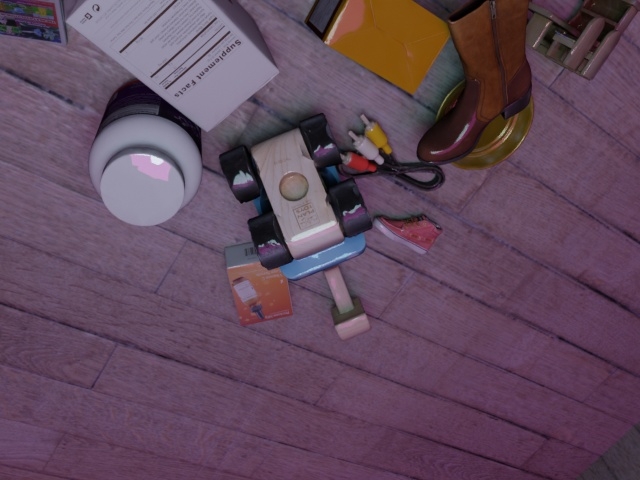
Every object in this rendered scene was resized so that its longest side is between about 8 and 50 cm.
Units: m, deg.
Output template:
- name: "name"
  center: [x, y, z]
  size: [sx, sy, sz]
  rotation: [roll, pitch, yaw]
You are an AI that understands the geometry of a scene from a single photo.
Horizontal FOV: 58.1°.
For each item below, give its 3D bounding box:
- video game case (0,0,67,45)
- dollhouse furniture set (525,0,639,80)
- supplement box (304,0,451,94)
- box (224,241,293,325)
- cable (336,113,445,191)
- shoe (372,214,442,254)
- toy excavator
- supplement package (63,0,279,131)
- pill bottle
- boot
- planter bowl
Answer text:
- name: "video game case"
  center: [-0.525, -0.397, 0.926]
  size: [0.201, 0.023, 0.183]
  rotation: [4, 156, -16]
- name: "dollhouse furniture set"
  center: [0.477, -0.425, 1.095]
  size: [0.242, 0.212, 0.161]
  rotation: [3, 125, -44]
- name: "supplement box"
  center: [0.098, -0.386, 1.032]
  size: [0.191, 0.194, 0.129]
  rotation: [22, 113, -24]
- name: "box"
  center: [-0.141, 0.096, 1.336]
  size: [0.130, 0.091, 0.170]
  rotation: [-12, 123, -6]
- name: "cable"
  center: [0.150, -0.155, 1.259]
  size: [0.287, 0.072, 0.139]
  rotation: [28, 110, -26]
- name: "shoe"
  center: [0.208, -0.034, 1.357]
  size: [0.178, 0.063, 0.081]
  rotation: [26, 111, -31]
- name: "toy excavator"
  center: [0.000, 0.000, 1.248]
  size: [0.222, 0.445, 0.433]
  rotation: [-23, 80, 3]
- name: "supplement package"
  center: [-0.236, -0.354, 0.933]
  size: [0.175, 0.177, 0.293]
  rotation: [-36, 141, 15]
- name: "pill bottle"
  center: [-0.298, -0.157, 1.005]
  size: [0.181, 0.323, 0.181]
  rotation: [-6, 123, -9]
- name: "boot"
  center: [0.264, -0.282, 1.023]
  size: [0.264, 0.096, 0.280]
  rotation: [-29, 147, 5]
- name: "planter bowl"
  center: [0.330, -0.266, 1.222]
  size: [0.217, 0.090, 0.217]
  rotation: [-6, 123, -9]
